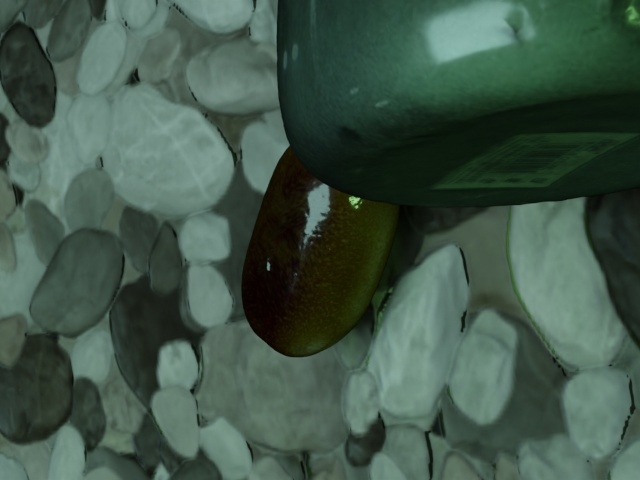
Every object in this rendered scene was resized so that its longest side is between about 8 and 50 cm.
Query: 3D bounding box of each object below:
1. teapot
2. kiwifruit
[{"bbox_3d":[0.088,-0.165,0.743,0.223,0.305,0.285,-7,80,6],"label":"teapot"},{"bbox_3d":[0.000,0.000,0.881,0.075,0.075,0.124,31,116,36],"label":"kiwifruit"}]
